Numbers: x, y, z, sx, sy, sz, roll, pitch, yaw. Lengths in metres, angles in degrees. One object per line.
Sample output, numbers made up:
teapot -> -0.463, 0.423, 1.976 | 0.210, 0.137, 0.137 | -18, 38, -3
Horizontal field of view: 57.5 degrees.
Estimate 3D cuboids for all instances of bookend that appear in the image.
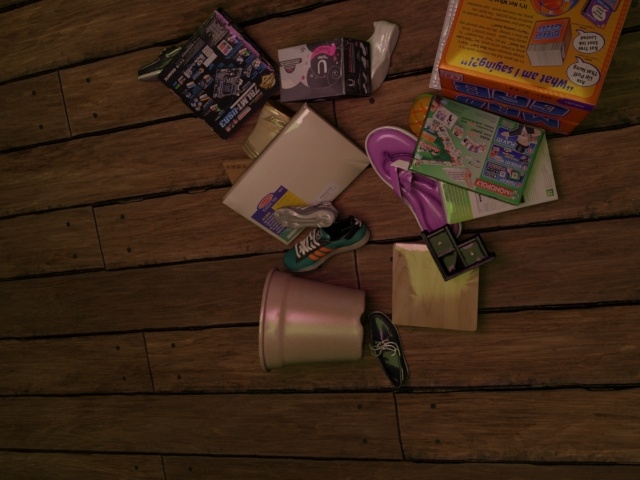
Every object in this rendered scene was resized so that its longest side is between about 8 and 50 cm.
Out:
bookend -> 0.394, 0.012, 1.669 | 0.157, 0.072, 0.156 | -27, 91, 19

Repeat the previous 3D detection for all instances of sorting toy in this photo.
sorting toy -> 0.355, 0.132, 1.790 | 0.255, 0.089, 0.257 | 3, 100, 17

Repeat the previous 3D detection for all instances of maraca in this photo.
maraca -> 0.312, -0.340, 1.715 | 0.127, 0.099, 0.186 | 34, 134, 32

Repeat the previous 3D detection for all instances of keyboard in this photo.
keyboard -> 0.380, -0.567, 1.692 | 0.072, 0.014, 0.256 | 15, 104, 15

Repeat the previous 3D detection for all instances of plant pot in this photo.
plant pot -> -0.011, 0.257, 1.833 | 0.305, 0.334, 0.334 | 3, 101, 7

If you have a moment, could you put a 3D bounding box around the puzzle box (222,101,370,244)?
puzzle box -> -0.077, -0.194, 1.810 | 0.272, 0.052, 0.409 | 35, 114, -27

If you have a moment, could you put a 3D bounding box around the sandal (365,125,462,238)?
sandal -> 0.288, -0.163, 1.717 | 0.169, 0.102, 0.416 | -36, 99, 23

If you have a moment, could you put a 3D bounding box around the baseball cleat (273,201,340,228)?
baseball cleat -> -0.039, -0.081, 1.820 | 0.205, 0.109, 0.072 | 8, 121, 24

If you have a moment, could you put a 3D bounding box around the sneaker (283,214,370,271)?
sneaker -> 0.000, 0.000, 1.847 | 0.302, 0.121, 0.108 | -25, 52, 15

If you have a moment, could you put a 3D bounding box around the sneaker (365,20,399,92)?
sneaker -> 0.158, -0.549, 1.744 | 0.094, 0.080, 0.212 | 26, 101, 25

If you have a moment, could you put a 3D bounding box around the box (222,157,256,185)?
box -> -0.197, -0.199, 1.891 | 0.201, 0.021, 0.164 | -2, 139, 16

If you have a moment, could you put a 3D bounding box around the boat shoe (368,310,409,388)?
boat shoe -> 0.213, 0.353, 1.882 | 0.095, 0.079, 0.255 | -15, 95, 20

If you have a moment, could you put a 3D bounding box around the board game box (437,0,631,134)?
board game box -> 0.523, -0.505, 1.444 | 0.356, 0.356, 0.356 | 19, 94, 13

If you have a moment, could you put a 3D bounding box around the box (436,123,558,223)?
box -> 0.488, -0.193, 1.649 | 0.321, 0.058, 0.232 | -13, 94, -2

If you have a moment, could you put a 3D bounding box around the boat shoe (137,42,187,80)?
boat shoe -> -0.467, -0.596, 1.915 | 0.302, 0.114, 0.091 | -13, 97, 8

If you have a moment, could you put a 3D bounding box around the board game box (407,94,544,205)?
board game box -> 0.422, -0.245, 1.592 | 0.317, 0.046, 0.214 | 19, 94, -2

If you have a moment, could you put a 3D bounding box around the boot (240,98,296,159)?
boot -> -0.108, -0.296, 1.860 | 0.262, 0.095, 0.203 | 34, 118, -6

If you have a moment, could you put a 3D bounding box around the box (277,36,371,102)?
box -> 0.009, -0.497, 1.718 | 0.247, 0.142, 0.164 | 4, 102, 37

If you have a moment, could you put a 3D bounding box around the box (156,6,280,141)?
box -> -0.309, -0.516, 1.840 | 0.295, 0.073, 0.293 | -40, 112, 22
